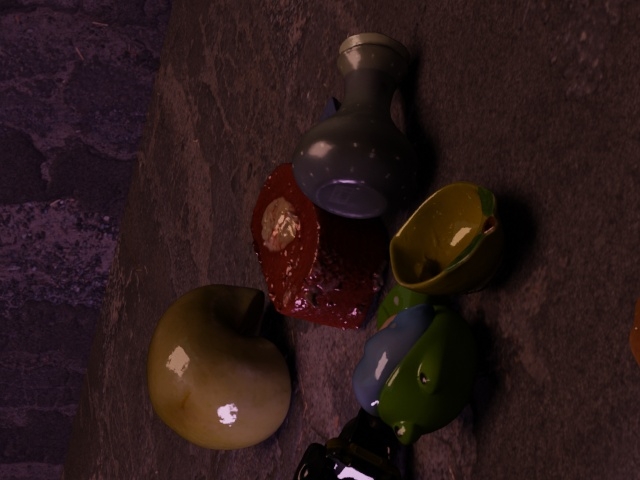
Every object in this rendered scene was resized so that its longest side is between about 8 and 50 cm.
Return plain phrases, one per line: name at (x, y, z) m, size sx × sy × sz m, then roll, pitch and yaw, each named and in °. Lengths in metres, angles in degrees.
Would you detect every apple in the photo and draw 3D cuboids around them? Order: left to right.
apple at (-0.197, 0.227, 2.156) m, size 0.295 × 0.233 × 0.257 m, roll -105°, pitch 34°, yaw -47°

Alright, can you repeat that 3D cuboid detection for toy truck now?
toy truck at (0.035, 0.336, 1.660) m, size 0.165 × 0.147 × 0.224 m, roll -65°, pitch 0°, yaw -48°

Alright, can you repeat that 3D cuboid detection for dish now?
dish at (0.168, 0.009, 1.443) m, size 0.208 × 0.080 × 0.148 m, roll -6°, pitch 55°, yaw 59°

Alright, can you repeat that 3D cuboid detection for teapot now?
teapot at (0.060, -0.164, 1.716) m, size 0.183 × 0.184 × 0.250 m, roll 134°, pitch 149°, yaw -58°

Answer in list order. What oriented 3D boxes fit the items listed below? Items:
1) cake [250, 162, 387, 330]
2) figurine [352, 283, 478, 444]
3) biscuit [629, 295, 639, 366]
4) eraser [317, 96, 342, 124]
cake at (0.000, 0.000, 1.839) m, size 0.177 × 0.151 × 0.283 m, roll -56°, pitch 32°, yaw 31°
figurine at (0.120, 0.132, 1.496) m, size 0.263 × 0.143 × 0.162 m, roll -84°, pitch 18°, yaw -60°
biscuit at (0.342, 0.024, 1.059) m, size 0.144 × 0.040 × 0.236 m, roll -99°, pitch 23°, yaw -54°
eraser at (0.003, -0.133, 2.028) m, size 0.082 × 0.036 × 0.225 m, roll -105°, pitch 30°, yaw -42°
